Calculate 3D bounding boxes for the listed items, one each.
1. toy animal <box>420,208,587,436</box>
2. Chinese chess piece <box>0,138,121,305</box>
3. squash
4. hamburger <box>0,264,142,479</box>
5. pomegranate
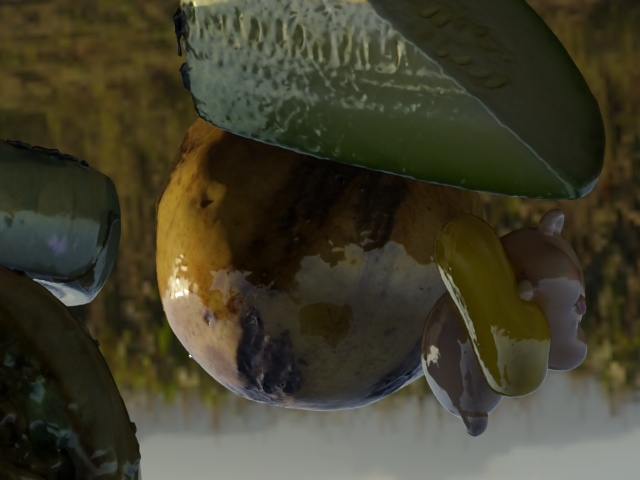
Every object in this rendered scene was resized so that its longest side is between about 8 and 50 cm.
[{"bbox_3d":[0.101,0.044,0.947,0.082,0.114,0.091,-10,-142,-27],"label":"toy animal"},{"bbox_3d":[-0.254,-0.015,1.343,0.238,0.092,0.238,8,169,2],"label":"Chinese chess piece"},{"bbox_3d":[0.049,-0.149,1.115,0.288,0.203,0.111,11,-154,38],"label":"squash"},{"bbox_3d":[-0.230,0.149,1.048,0.195,0.277,0.318,-9,-138,-45],"label":"hamburger"},{"bbox_3d":[0.000,0.000,1.712,0.322,0.322,0.322,-5,178,0],"label":"pomegranate"}]
